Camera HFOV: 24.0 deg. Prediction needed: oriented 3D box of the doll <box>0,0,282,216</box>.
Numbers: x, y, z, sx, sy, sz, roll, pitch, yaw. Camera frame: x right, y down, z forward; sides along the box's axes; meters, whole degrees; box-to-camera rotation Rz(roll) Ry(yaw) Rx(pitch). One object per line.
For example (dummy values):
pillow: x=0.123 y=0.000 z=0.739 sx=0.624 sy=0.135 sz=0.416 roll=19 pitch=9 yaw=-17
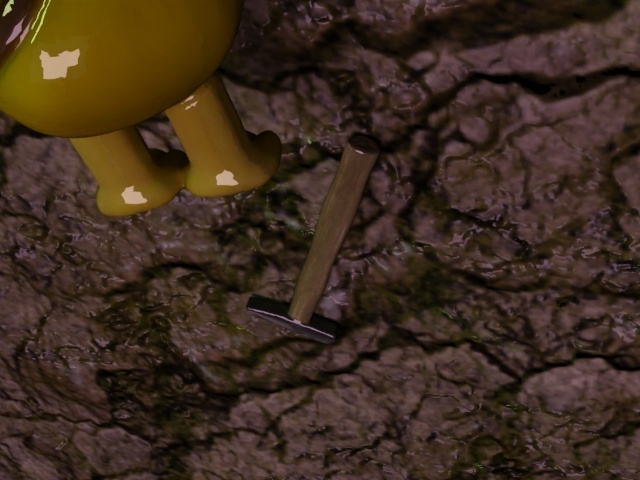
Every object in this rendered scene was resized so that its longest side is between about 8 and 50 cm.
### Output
doll: x=-0.140 y=-0.150 z=0.685 sx=0.199 sy=0.145 sz=0.363 roll=-14 pitch=130 yaw=17

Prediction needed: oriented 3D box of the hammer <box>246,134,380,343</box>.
hammer: x=0.000 y=0.000 z=0.915 sx=0.062 sy=0.013 sz=0.199 roll=20 pitch=143 yaw=0
